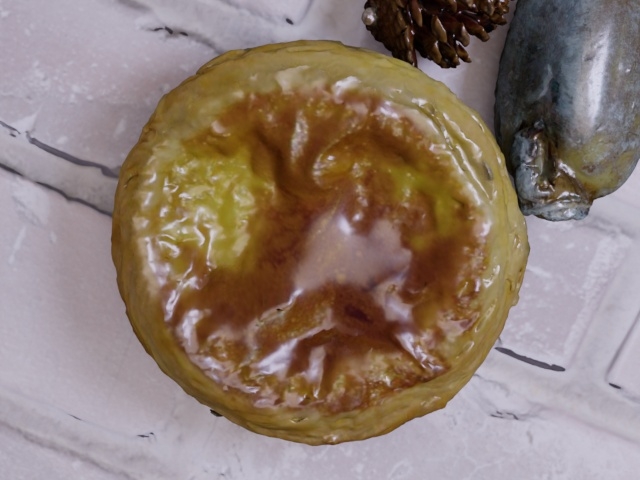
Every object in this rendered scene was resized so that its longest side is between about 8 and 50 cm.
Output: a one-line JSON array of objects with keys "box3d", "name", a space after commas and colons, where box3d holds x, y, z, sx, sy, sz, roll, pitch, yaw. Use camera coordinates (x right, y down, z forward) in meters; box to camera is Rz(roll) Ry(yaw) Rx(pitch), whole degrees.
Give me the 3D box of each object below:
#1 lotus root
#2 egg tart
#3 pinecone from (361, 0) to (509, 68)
[{"box3d": [0.281, -0.192, 1.383, 0.175, 0.175, 0.349, 12, 95, -5], "name": "lotus root"}, {"box3d": [0.000, 0.000, 1.390, 0.443, 0.178, 0.443, 0, 102, 1], "name": "egg tart"}, {"box3d": [0.125, -0.258, 1.367, 0.174, 0.173, 0.173, 0, 100, -2], "name": "pinecone"}]
